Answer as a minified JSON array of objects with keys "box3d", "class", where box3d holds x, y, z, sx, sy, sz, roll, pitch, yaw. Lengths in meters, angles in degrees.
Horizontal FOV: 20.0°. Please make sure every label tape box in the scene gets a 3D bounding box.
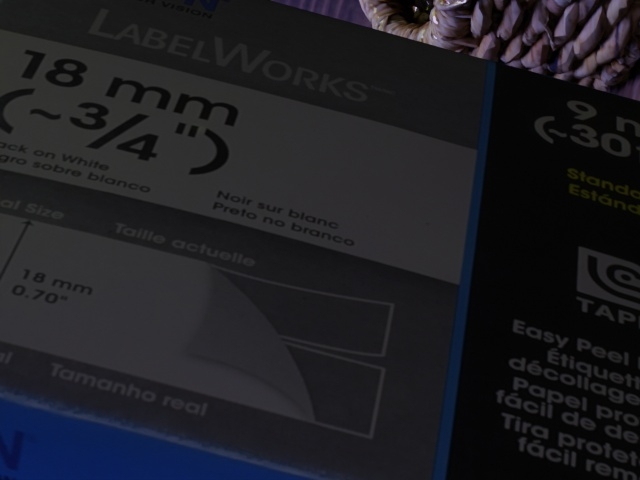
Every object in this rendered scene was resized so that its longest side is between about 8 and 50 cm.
[{"box3d":[0.000,0.000,0.568,0.334,0.240,0.106,-76,1,-56],"class":"label tape box"}]

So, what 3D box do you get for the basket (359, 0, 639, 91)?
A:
[{"box3d":[0.061,-0.193,0.832,0.299,0.223,0.213,115,171,-80],"class":"basket"}]
